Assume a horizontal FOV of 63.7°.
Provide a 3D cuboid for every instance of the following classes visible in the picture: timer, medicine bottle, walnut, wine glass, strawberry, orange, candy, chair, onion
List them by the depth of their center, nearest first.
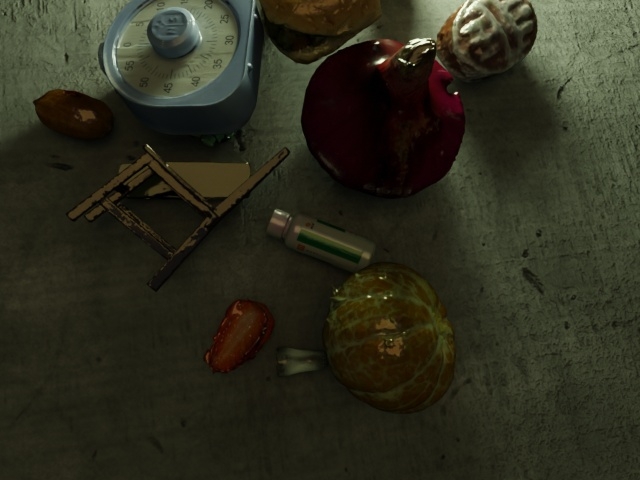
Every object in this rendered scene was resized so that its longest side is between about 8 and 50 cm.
[{"bbox_3d":[0.151,0.210,1.121,0.249,0.329,0.329,-15,77,29],"label":"orange"},{"bbox_3d":[-0.302,-0.124,1.152,0.240,0.203,0.416,44,82,-8],"label":"chair"},{"bbox_3d":[0.156,-0.295,1.167,0.399,0.420,0.398,0,86,-6],"label":"onion"},{"bbox_3d":[-0.329,-0.432,1.188,0.395,0.173,0.394,-2,70,6],"label":"timer"},{"bbox_3d":[-0.186,0.224,1.193,0.121,0.082,0.188,37,85,23],"label":"strawberry"},{"bbox_3d":[-0.025,0.278,1.197,0.156,0.072,0.072,-1,78,-7],"label":"wine glass"},{"bbox_3d":[-0.599,-0.306,1.245,0.207,0.116,0.115,15,76,4],"label":"walnut"},{"bbox_3d":[0.000,0.000,1.248,0.260,0.095,0.095,22,76,-3],"label":"medicine bottle"},{"bbox_3d":[0.446,-0.549,1.389,0.290,0.157,0.214,-34,98,-19],"label":"candy"}]

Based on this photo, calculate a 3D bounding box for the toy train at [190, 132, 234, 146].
[{"bbox_3d":[-0.270,-0.358,1.299,0.157,0.105,0.253,19,74,12],"label":"toy train"}]

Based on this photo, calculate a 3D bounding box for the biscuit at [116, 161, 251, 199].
[{"bbox_3d":[-0.332,-0.145,1.269,0.323,0.038,0.099,-2,85,-6],"label":"biscuit"}]

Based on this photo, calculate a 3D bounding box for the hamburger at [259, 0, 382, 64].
[{"bbox_3d":[-0.042,-0.531,1.203,0.330,0.162,0.209,30,77,26],"label":"hamburger"}]
